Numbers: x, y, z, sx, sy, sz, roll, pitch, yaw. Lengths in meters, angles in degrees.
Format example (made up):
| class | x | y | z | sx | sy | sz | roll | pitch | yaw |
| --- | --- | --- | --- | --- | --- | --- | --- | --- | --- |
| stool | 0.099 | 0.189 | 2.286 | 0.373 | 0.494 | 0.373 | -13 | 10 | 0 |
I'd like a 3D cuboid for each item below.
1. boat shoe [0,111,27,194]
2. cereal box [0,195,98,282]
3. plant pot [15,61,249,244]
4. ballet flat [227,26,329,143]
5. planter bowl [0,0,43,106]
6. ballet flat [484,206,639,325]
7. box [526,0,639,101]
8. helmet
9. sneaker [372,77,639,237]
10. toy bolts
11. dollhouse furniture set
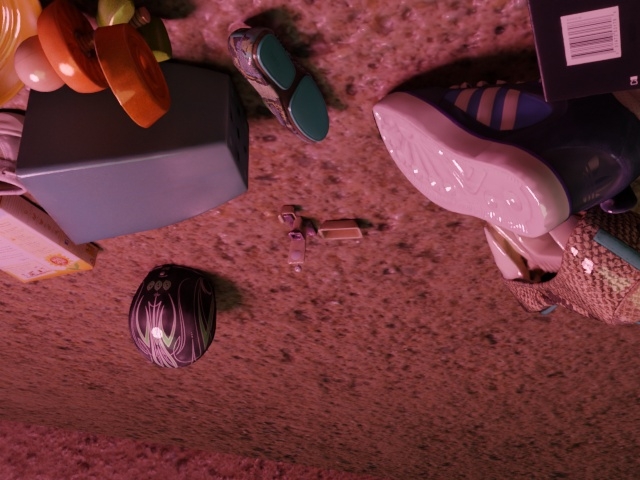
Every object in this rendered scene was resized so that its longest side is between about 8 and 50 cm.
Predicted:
| class | x | y | z | sx | sy | sz | roll | pitch | yaw |
| --- | --- | --- | --- | --- | --- | --- | --- | --- | --- |
| boat shoe | -0.519 | -0.095 | 1.131 | 0.320 | 0.103 | 0.118 | -6 | 149 | 21 |
| cereal box | -0.514 | -0.010 | 1.346 | 0.173 | 0.047 | 0.240 | -10 | 147 | 26 |
| plant pot | -0.211 | -0.117 | 0.986 | 0.234 | 0.166 | 0.166 | -7 | 150 | 8 |
| ballet flat | -0.049 | -0.182 | 0.943 | 0.070 | 0.070 | 0.188 | -6 | 147 | 21 |
| planter bowl | -0.408 | -0.225 | 0.846 | 0.217 | 0.090 | 0.217 | -32 | 153 | -18 |
| ballet flat | 0.307 | 0.007 | 1.052 | 0.182 | 0.164 | 0.483 | 35 | 179 | 1 |
| box | 0.222 | -0.230 | 0.687 | 0.093 | 0.158 | 0.156 | -6 | 149 | 19 |
| helmet | -0.266 | 0.144 | 1.461 | 0.169 | 0.162 | 0.169 | 5 | 152 | 3 |
| sneaker | 0.230 | -0.135 | 0.898 | 0.323 | 0.236 | 0.130 | 37 | 157 | 54 |
| toy bolts | -0.262 | -0.202 | 0.775 | 0.158 | 0.218 | 0.228 | -23 | 138 | 8 |
| dollhouse furniture set | 0.000 | 0.000 | 1.230 | 0.114 | 0.081 | 0.091 | -3 | 150 | 16 |
